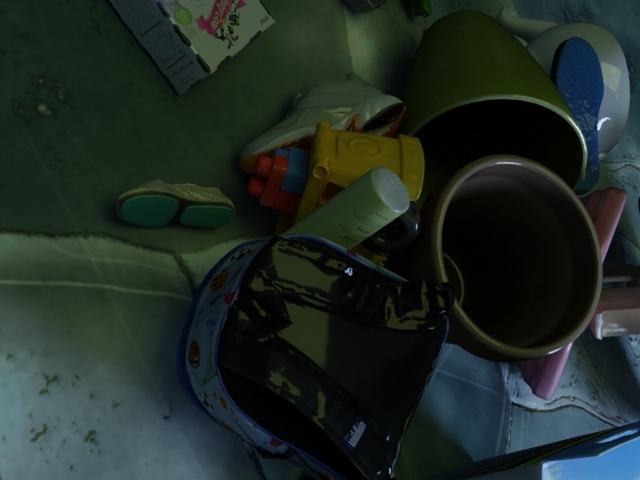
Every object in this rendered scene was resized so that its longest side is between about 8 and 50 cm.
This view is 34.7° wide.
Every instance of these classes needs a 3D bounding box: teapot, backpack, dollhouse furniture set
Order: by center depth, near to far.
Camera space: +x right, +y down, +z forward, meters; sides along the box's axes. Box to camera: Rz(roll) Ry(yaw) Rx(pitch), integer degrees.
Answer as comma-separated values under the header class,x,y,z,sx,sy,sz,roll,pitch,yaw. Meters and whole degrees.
class,x,y,z,sx,sy,sz,roll,pitch,yaw
backpack,-0.019,0.119,1.123,0.263,0.213,0.276,37,62,-30
dollhouse furniture set,0.534,0.254,1.739,0.303,0.173,0.356,-86,172,-72
teapot,0.396,-0.245,1.746,0.187,0.252,0.256,-6,31,-10

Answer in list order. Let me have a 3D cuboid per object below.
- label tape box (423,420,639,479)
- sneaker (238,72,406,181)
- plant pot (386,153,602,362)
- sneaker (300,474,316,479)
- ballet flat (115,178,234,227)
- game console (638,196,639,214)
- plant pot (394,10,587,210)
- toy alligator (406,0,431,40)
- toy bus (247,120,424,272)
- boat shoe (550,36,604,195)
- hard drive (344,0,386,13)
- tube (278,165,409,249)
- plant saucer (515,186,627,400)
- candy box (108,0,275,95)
class,x,y,z,sx,sy,sz,roll,pitch,yaw
label tape box,0.265,0.311,1.236,0.249,0.347,0.115,-5,76,-46
sneaker,-0.016,-0.151,1.374,0.262,0.099,0.121,-24,54,-35
plant pot,0.200,0.039,1.361,0.263,0.229,0.263,6,75,-25
sneaker,0.029,0.290,1.220,0.083,0.071,0.191,56,44,-21
ballet flat,-0.175,-0.045,1.190,0.168,0.057,0.052,8,39,-47
game console,0.644,0.084,1.748,0.386,0.060,0.342,-70,144,-80
plant pot,0.232,-0.205,1.532,0.275,0.275,0.293,32,38,-31
toy alligator,0.159,-0.408,1.675,0.051,0.056,0.190,23,57,-37
toy bus,0.008,-0.034,1.282,0.211,0.220,0.149,13,35,-9
boat shoe,0.373,-0.191,1.585,0.109,0.089,0.258,18,69,-18
hard drive,0.034,-0.481,1.586,0.255,0.054,0.172,55,43,-11
tube,0.000,0.000,1.197,0.070,0.240,0.062,52,35,-5
plant saucer,0.363,0.071,1.528,0.084,0.332,0.332,20,44,15
candy box,-0.172,-0.308,1.287,0.196,0.070,0.165,53,44,-13
